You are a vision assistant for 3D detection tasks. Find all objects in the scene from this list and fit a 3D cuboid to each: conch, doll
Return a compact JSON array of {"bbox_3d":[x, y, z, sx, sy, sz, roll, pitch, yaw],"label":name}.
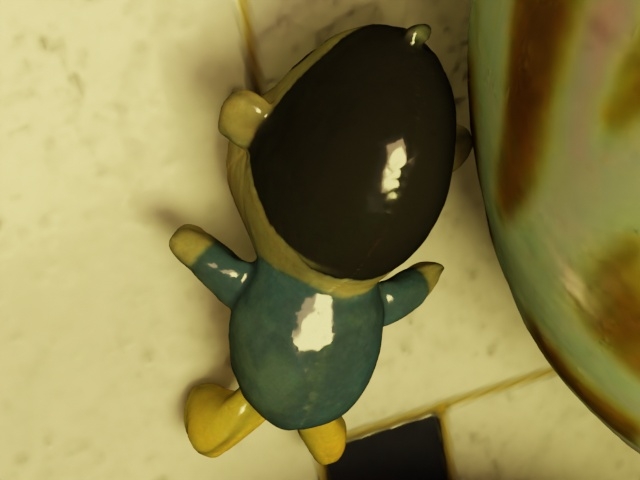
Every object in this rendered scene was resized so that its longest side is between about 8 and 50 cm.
[{"bbox_3d":[0.143,-0.076,0.531,0.197,0.249,0.368,9,78,-16],"label":"conch"},{"bbox_3d":[0.000,0.000,0.565,0.102,0.089,0.179,8,128,-23],"label":"doll"}]
